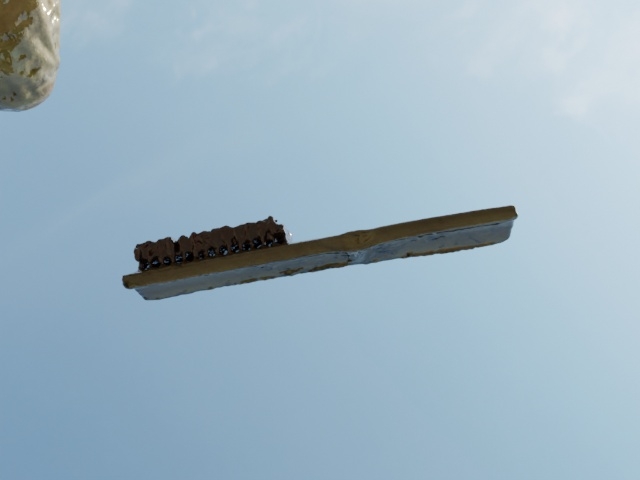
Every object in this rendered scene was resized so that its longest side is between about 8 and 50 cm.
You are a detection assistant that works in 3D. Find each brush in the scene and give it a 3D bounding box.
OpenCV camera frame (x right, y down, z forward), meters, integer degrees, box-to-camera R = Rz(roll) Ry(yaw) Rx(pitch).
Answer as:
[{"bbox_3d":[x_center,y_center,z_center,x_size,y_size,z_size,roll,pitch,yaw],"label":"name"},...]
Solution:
[{"bbox_3d":[0.000,0.000,0.448,0.247,0.043,0.036,-10,-105,2],"label":"brush"}]

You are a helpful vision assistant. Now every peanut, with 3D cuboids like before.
[{"bbox_3d":[-0.263,-0.205,0.533,0.108,0.226,0.095,-19,-144,-6],"label":"peanut"}]
